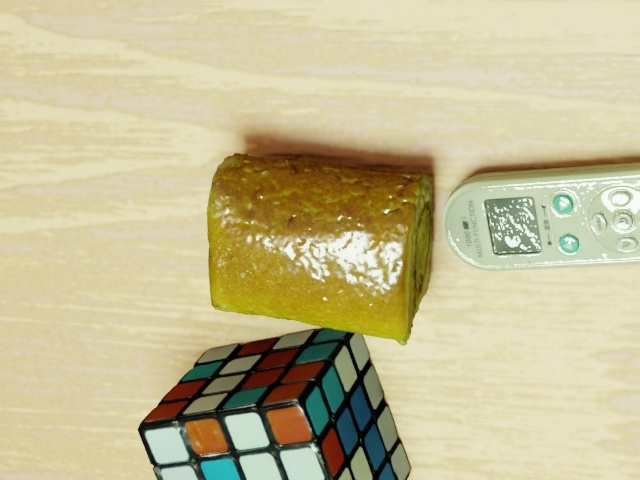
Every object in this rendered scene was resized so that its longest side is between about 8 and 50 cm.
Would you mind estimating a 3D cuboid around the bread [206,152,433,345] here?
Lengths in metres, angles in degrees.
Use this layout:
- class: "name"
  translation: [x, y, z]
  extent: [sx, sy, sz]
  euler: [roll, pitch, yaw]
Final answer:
- class: "bread"
  translation: [0.000, 0.000, 1.441]
  extent: [0.172, 0.103, 0.132]
  euler: [8, 116, 16]

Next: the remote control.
- class: "remote control"
  translation: [0.202, -0.020, 1.392]
  extent: [0.221, 0.042, 0.078]
  euler: [-3, 113, 23]

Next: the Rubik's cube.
- class: "Rubik's cube"
  translation: [-0.035, 0.176, 1.509]
  extent: [0.155, 0.151, 0.154]
  euler: [-11, 108, 24]
